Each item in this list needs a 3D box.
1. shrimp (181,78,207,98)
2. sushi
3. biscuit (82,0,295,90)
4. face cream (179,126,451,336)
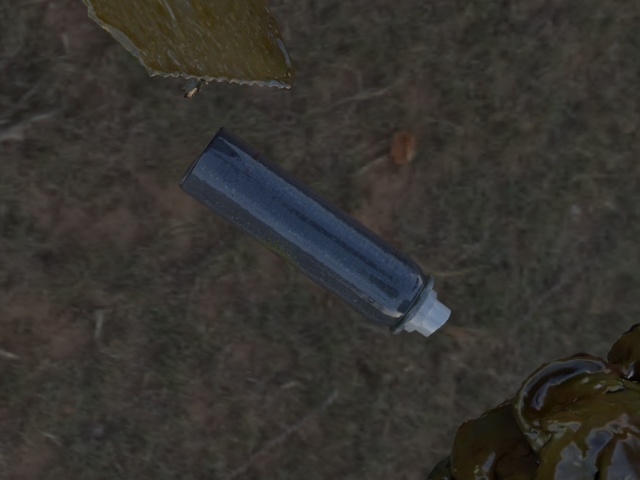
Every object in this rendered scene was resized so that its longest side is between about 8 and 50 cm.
[{"bbox_3d":[-0.091,-0.173,1.301,0.114,0.083,0.023,-43,127,10],"label":"shrimp"},{"bbox_3d":[0.160,0.170,0.808,0.213,0.200,0.204,-22,115,-23],"label":"sushi"},{"bbox_3d":[-0.131,-0.234,1.134,0.232,0.013,0.237,-2,62,-50],"label":"biscuit"},{"bbox_3d":[0.000,0.000,1.252,0.283,0.073,0.073,35,70,-5],"label":"face cream"}]
